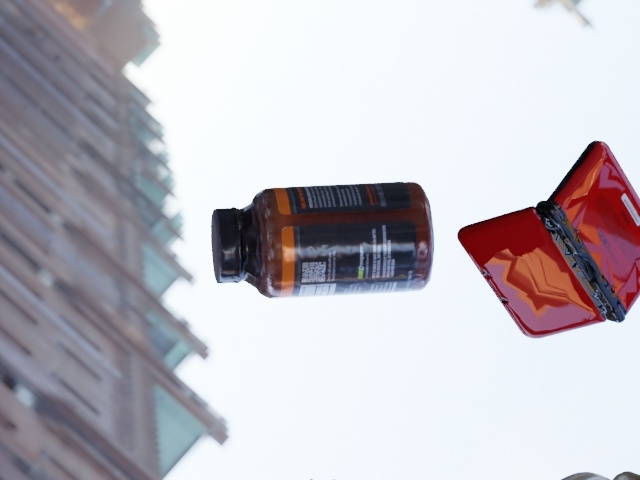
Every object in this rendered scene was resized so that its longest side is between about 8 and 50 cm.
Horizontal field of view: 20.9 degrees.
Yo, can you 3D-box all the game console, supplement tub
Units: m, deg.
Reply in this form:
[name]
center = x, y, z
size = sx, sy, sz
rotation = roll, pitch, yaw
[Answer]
[game console]
center = 0.205, 0.001, 1.453
size = 0.085, 0.144, 0.124
rotation = 13, -123, 49
[supplement tub]
center = 0.000, 0.000, 1.601
size = 0.106, 0.198, 0.106
rotation = 178, -90, -81

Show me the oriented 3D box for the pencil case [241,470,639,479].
[pencil case]
center = 0.079, 0.263, 1.373
size = 0.410, 0.160, 0.183
rotation = -11, -130, 48
